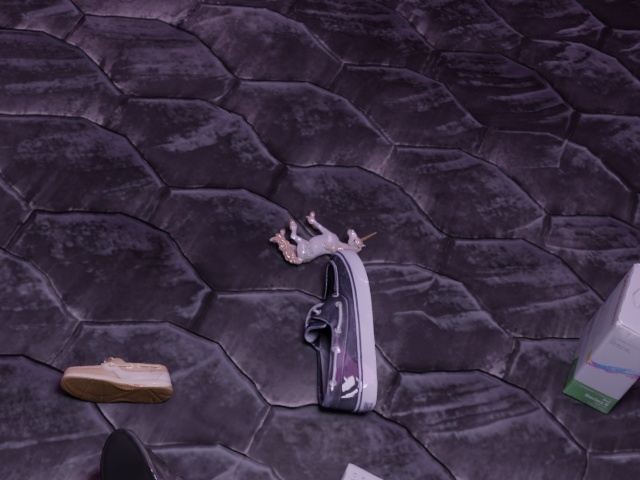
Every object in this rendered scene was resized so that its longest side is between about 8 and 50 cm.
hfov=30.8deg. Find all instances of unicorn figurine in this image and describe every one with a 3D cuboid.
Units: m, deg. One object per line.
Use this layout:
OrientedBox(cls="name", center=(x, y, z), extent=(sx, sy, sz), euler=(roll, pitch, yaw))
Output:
OrientedBox(cls="unicorn figurine", center=(0.000, 0.000, 2.044), extent=(0.162, 0.060, 0.111), euler=(-30, 64, -17))

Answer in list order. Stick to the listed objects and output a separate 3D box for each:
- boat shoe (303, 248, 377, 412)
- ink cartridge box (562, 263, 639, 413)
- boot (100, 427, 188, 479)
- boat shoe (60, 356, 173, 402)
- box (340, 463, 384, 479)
OrientedBox(cls="boat shoe", center=(0.023, 0.141, 1.899), extent=(0.102, 0.108, 0.301), euler=(5, 57, -15))
OrientedBox(cls="ink cartridge box", center=(0.504, 0.165, 1.947), extent=(0.093, 0.212, 0.154), euler=(26, 48, 5))
OrientedBox(cls="boot", center=(-0.167, 0.367, 1.617), extent=(0.263, 0.091, 0.229), euler=(48, 19, 27))
OrientedBox(cls="boat shoe", center=(-0.310, 0.209, 1.766), extent=(0.170, 0.063, 0.059), euler=(10, 46, -22))
OrientedBox(cls="box", center=(0.039, 0.440, 1.593), extent=(0.119, 0.182, 0.181), euler=(25, 48, 5))
